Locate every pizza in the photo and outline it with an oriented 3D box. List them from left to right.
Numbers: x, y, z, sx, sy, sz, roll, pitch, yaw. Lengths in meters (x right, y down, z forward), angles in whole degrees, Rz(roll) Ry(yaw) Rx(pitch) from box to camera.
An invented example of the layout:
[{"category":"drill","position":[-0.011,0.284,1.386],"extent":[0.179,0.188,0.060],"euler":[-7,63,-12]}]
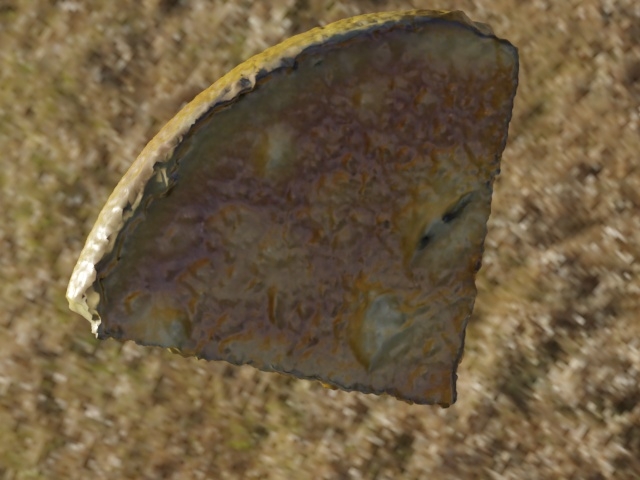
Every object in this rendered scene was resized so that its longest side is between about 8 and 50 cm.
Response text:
[{"category":"pizza","position":[0.000,-0.001,0.599],"extent":[0.175,0.134,0.046],"euler":[-24,14,-13]}]
